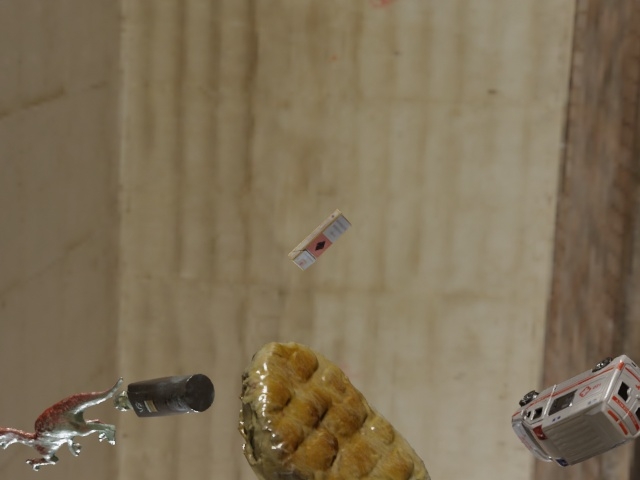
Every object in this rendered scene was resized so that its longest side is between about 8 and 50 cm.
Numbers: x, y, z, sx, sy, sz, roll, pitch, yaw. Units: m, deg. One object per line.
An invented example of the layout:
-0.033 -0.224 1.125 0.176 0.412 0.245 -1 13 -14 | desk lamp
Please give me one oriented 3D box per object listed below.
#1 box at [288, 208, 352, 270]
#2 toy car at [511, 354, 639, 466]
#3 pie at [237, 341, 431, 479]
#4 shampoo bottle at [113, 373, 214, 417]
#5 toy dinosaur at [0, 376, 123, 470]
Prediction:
0.000 0.000 1.634 0.012 0.083 0.046 46 -179 26 | box
0.313 0.225 1.638 0.209 0.089 0.108 -33 10 44 | toy car
0.010 0.163 1.028 0.046 0.195 0.195 -43 18 23 | pie
-0.241 0.234 2.003 0.063 0.207 0.057 -20 -84 -43 | shampoo bottle
-0.364 0.256 1.908 0.053 0.167 0.242 -81 19 -44 | toy dinosaur
